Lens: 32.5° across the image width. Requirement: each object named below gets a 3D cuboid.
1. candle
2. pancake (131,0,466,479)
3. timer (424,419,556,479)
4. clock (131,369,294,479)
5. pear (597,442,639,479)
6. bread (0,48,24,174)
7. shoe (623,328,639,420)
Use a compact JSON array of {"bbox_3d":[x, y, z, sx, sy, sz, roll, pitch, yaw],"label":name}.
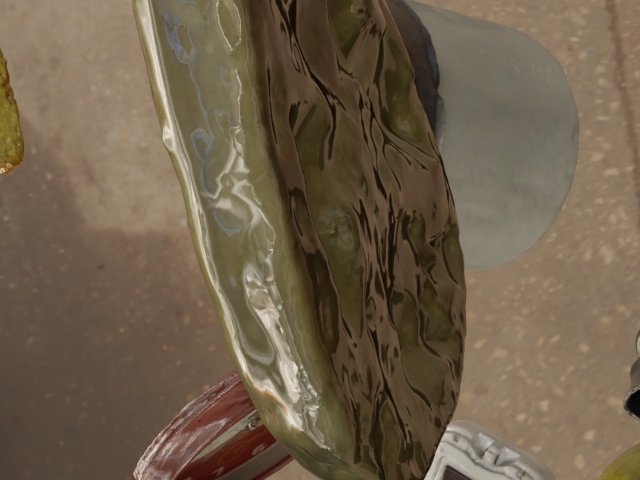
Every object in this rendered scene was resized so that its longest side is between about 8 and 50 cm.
[{"bbox_3d":[0.068,-0.082,0.861,0.221,0.342,0.221,-2,88,49],"label":"candle"},{"bbox_3d":[0.003,-0.043,0.441,0.049,0.294,0.294,-11,94,17],"label":"pancake"},{"bbox_3d":[0.271,0.449,1.881,0.262,0.087,0.237,27,113,32],"label":"timer"},{"bbox_3d":[-0.083,0.209,1.294,0.318,0.318,0.080,-50,64,30],"label":"clock"},{"bbox_3d":[0.311,0.254,0.769,0.269,0.321,0.269,-12,60,21],"label":"pear"},{"bbox_3d":[-0.353,-0.150,1.065,0.065,0.103,0.187,-17,90,42],"label":"bread"},{"bbox_3d":[0.449,0.206,1.429,0.108,0.093,0.241,97,163,-47],"label":"shoe"}]
